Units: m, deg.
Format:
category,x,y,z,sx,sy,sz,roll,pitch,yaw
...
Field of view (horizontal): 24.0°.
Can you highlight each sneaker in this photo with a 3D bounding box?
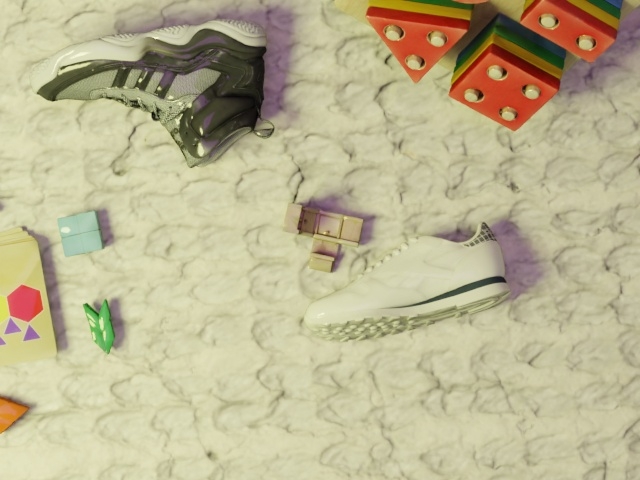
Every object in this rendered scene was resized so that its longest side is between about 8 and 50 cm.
category,x,y,z,sx,sy,sz,roll,pitch,yaw
sneaker,0.092,0.049,1.688,0.235,0.090,0.095,-13,76,-4
sneaker,-0.182,-0.152,1.669,0.268,0.101,0.153,-10,87,-3

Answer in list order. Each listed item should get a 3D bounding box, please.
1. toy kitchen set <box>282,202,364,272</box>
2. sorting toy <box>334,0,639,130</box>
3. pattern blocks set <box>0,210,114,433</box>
category,x,y,z,sx,sy,sz,roll,pitch,yaw
toy kitchen set,0.000,0.000,1.682,0.083,0.075,0.068,12,90,4
sorting toy,0.173,-0.242,1.572,0.255,0.257,0.089,27,54,-14
pattern blocks set,-0.396,0.078,1.701,0.324,0.026,0.285,-2,89,-1
